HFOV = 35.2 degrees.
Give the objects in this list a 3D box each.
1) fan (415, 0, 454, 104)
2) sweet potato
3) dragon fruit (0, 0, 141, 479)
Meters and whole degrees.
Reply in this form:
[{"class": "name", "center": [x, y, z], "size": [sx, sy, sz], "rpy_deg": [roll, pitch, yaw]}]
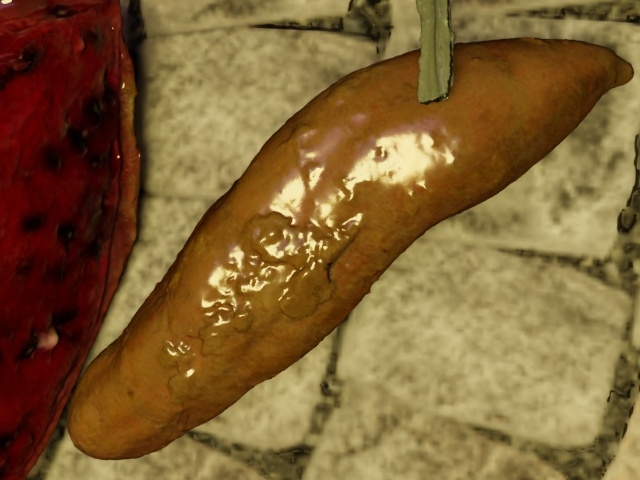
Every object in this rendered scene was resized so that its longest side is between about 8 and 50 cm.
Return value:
[{"class": "fan", "center": [0.052, -0.227, 0.449], "size": [0.229, 0.011, 0.335], "rpy_deg": [-5, 84, 51]}, {"class": "sweet potato", "center": [-0.004, -0.009, 0.502], "size": [0.354, 0.106, 0.095], "rpy_deg": [-37, 49, 6]}, {"class": "dragon fruit", "center": [-0.261, -0.045, 0.478], "size": [0.330, 0.240, 0.302], "rpy_deg": [25, 79, 3]}]
